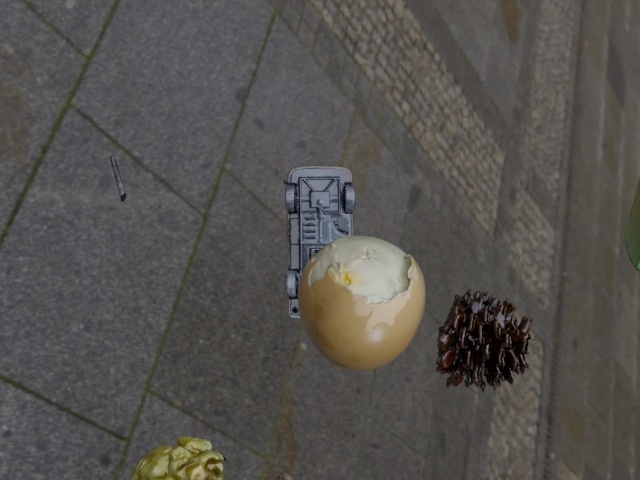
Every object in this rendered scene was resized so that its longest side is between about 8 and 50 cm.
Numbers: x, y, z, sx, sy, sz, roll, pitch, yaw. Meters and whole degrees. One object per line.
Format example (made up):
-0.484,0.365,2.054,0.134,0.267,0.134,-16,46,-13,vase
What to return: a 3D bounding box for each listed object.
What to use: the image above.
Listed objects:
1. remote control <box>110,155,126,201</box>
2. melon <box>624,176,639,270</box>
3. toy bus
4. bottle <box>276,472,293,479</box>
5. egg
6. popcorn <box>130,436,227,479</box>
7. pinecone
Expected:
-0.423,-0.130,1.659,0.014,0.039,0.096,-16,73,-13,remote control
0.495,-0.126,1.047,0.196,0.124,0.324,-7,107,-25,melon
0.000,0.000,1.545,0.157,0.139,0.290,-98,-174,-85,toy bus
-0.062,0.633,1.913,0.098,0.152,0.099,-21,123,-36,bottle
0.064,0.103,1.250,0.201,0.201,0.245,-58,156,-43,egg
-0.233,0.454,1.405,0.218,0.189,0.169,38,32,4,popcorn
0.345,0.214,1.655,0.221,0.221,0.222,16,70,-53,pinecone
